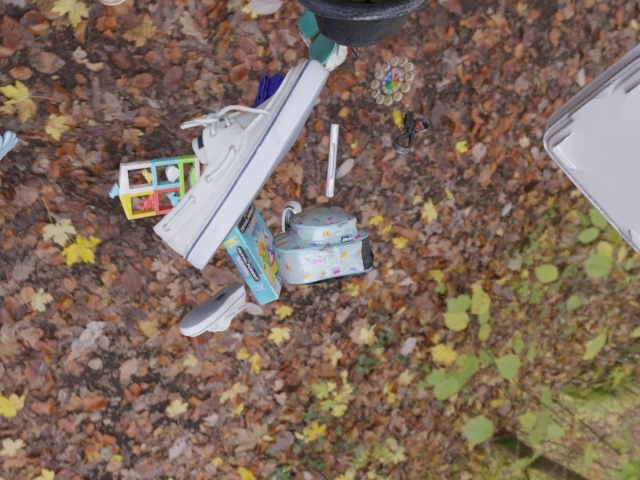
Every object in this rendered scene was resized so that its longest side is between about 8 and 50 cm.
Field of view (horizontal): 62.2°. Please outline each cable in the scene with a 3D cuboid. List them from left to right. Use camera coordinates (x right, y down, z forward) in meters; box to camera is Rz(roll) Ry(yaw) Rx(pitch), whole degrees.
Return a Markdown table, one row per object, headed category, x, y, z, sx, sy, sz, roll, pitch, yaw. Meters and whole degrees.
| category | x | y | z | sx | sy | sz | roll | pitch | yaw |
| --- | --- | --- | --- | --- | --- | --- | --- | --- | --- |
| cable | 0.315 | -0.376 | 1.889 | 0.139 | 0.072 | 0.287 | 23 | 47 | -10 |

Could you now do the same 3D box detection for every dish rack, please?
| category | x | y | z | sx | sy | sz | roll | pitch | yaw |
| --- | --- | --- | --- | --- | --- | --- | --- | --- | --- |
| dish rack | 0.527 | -0.116 | 0.832 | 0.072 | 0.285 | 0.333 | -37 | 84 | -28 |

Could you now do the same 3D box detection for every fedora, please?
| category | x | y | z | sx | sy | sz | roll | pitch | yaw |
| --- | --- | --- | --- | --- | --- | --- | --- | --- | --- |
| fedora | 0.103 | -0.580 | 1.298 | 0.334 | 0.334 | 0.153 | -40 | 155 | -21 |

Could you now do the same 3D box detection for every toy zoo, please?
| category | x | y | z | sx | sy | sz | roll | pitch | yaw |
| --- | --- | --- | --- | --- | --- | --- | --- | --- | --- |
| toy zoo | -0.543 | -0.174 | 1.748 | 0.293 | 0.030 | 0.192 | -13 | 126 | -27 |

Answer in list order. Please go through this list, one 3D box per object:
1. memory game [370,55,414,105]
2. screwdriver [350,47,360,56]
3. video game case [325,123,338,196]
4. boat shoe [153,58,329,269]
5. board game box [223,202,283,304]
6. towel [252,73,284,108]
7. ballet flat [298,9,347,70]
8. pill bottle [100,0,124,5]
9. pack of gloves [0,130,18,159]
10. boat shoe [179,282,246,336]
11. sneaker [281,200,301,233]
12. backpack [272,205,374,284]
| category | x | y | z | sx | sy | sz | roll | pitch | yaw |
| --- | --- | --- | --- | --- | --- | --- | --- | --- | --- |
| memory game | 0.251 | -0.563 | 1.869 | 0.012 | 0.186 | 0.186 | 19 | 90 | -45 |
| screwdriver | 0.104 | -0.786 | 2.061 | 0.170 | 0.025 | 0.024 | 56 | 38 | 5 |
| video game case | 0.034 | -0.226 | 1.512 | 0.023 | 0.212 | 0.194 | 5 | 98 | 1 |
| boat shoe | -0.144 | -0.139 | 0.804 | 0.156 | 0.136 | 0.367 | 35 | 109 | -6 |
| board game box | -0.241 | 0.023 | 1.913 | 0.079 | 0.254 | 0.336 | -21 | 114 | 15 |
| towel | -0.178 | -0.333 | 1.501 | 0.076 | 0.308 | 0.228 | 24 | 122 | -15 |
| ballet flat | 0.029 | -0.685 | 1.837 | 0.146 | 0.409 | 0.147 | -8 | 135 | -8 |
| pill bottle | -0.650 | -0.809 | 1.559 | 0.121 | 0.216 | 0.121 | 0 | 78 | 1 |
| pack of gloves | -0.691 | -0.121 | 1.025 | 0.232 | 0.195 | 0.046 | -37 | 96 | 18 |
| boat shoe | -0.270 | 0.199 | 1.408 | 0.258 | 0.095 | 0.084 | -37 | 118 | -56 |
| sneaker | -0.117 | -0.024 | 2.099 | 0.091 | 0.094 | 0.258 | -44 | 130 | -65 |
| backpack | -0.005 | 0.012 | 1.087 | 0.188 | 0.166 | 0.145 | -19 | 111 | -10 |
